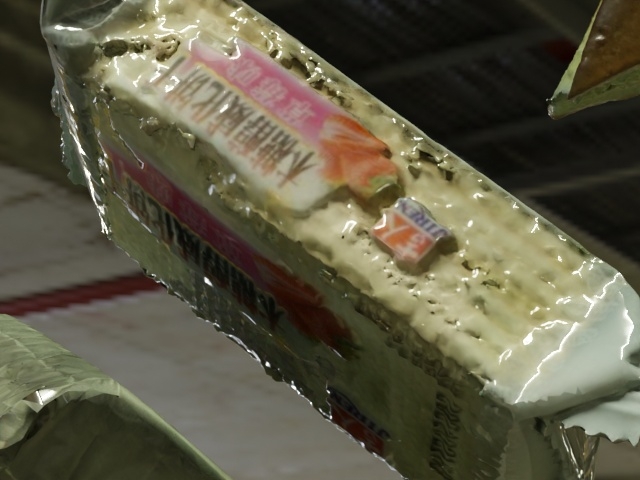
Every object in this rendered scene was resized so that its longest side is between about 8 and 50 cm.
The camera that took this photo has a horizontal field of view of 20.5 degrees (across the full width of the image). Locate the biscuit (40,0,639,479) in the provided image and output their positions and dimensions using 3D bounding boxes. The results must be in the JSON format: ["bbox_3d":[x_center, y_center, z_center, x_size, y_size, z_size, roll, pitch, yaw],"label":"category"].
[{"bbox_3d":[0.000,0.002,0.685,0.309,0.079,0.186,38,-26,20],"label":"biscuit"}]

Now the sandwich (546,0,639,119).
[{"bbox_3d":[0.242,-0.182,1.178,0.096,0.258,0.094,23,-12,11],"label":"sandwich"}]

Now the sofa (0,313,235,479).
[{"bbox_3d":[-0.101,0.156,0.694,0.225,0.176,0.210,43,-10,-24],"label":"sofa"}]
